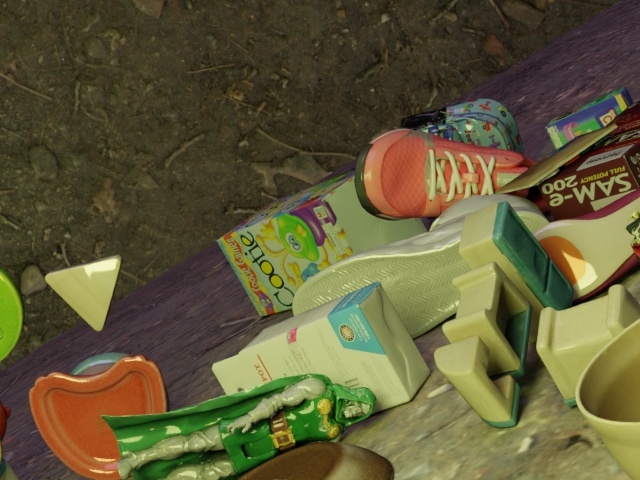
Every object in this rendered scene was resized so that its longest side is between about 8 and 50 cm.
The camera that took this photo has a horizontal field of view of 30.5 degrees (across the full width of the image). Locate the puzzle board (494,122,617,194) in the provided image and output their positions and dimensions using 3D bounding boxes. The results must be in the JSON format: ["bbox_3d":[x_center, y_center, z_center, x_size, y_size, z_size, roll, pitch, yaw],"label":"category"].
[{"bbox_3d":[0.268,-0.090,1.338,0.128,0.011,0.096,-33,4,-14],"label":"puzzle board"}]

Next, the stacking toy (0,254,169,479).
[{"bbox_3d":[-0.329,0.142,1.361,0.309,0.279,0.130,-3,10,-1],"label":"stacking toy"}]

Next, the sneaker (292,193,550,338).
[{"bbox_3d":[0.119,0.031,1.315,0.293,0.108,0.169,-18,9,10],"label":"sneaker"}]

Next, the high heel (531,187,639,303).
[{"bbox_3d":[0.278,0.002,1.118,0.244,0.082,0.117,-41,-25,11],"label":"high heel"}]

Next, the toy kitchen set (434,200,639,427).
[{"bbox_3d":[0.202,0.057,0.938,0.166,0.122,0.207,-23,30,32],"label":"toy kitchen set"}]

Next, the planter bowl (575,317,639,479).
[{"bbox_3d":[0.222,0.089,0.575,0.162,0.109,0.162,-28,9,5],"label":"planter bowl"}]

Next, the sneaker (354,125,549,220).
[{"bbox_3d":[0.180,-0.080,1.419,0.314,0.115,0.136,2,-1,-40],"label":"sneaker"}]

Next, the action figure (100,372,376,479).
[{"bbox_3d":[-0.061,0.176,1.046,0.232,0.137,0.063,-21,31,-1],"label":"action figure"}]

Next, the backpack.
[{"bbox_3d":[0.214,-0.126,1.763,0.173,0.158,0.117,-14,21,16],"label":"backpack"}]

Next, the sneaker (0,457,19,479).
[{"bbox_3d":[-0.446,0.332,1.385,0.087,0.092,0.228,-22,12,30],"label":"sneaker"}]

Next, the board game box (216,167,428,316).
[{"bbox_3d":[0.000,0.000,1.714,0.142,0.144,0.275,-36,10,-37],"label":"board game box"}]

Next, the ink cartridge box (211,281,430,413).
[{"bbox_3d":[-0.002,0.122,1.124,0.181,0.104,0.061,-24,10,30],"label":"ink cartridge box"}]

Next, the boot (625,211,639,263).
[{"bbox_3d":[0.325,-0.057,0.977,0.179,0.085,0.236,-31,37,7],"label":"boot"}]

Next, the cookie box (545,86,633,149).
[{"bbox_3d":[0.358,-0.133,1.504,0.107,0.091,0.040,-24,12,30],"label":"cookie box"}]

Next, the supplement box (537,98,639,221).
[{"bbox_3d":[0.370,-0.103,1.350,0.239,0.073,0.130,-37,12,-38],"label":"supplement box"}]

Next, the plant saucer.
[{"bbox_3d":[-0.037,0.214,0.937,0.199,0.036,0.198,-28,9,5],"label":"plant saucer"}]
